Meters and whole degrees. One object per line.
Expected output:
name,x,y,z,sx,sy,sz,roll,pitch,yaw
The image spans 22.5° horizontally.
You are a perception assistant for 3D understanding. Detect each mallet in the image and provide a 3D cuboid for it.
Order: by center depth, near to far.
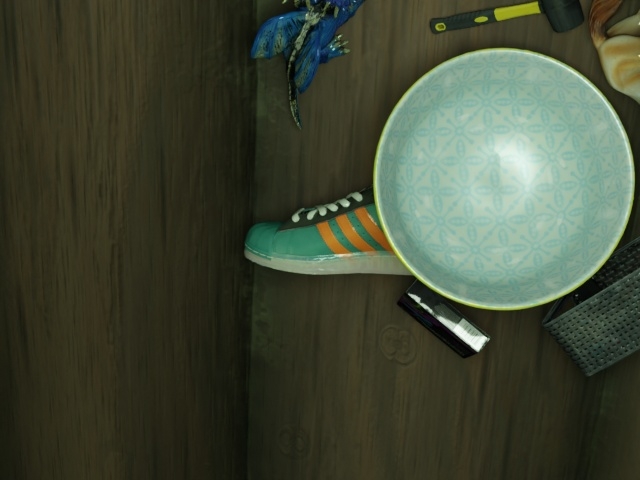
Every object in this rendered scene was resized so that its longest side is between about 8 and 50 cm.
mallet,0.201,-0.262,1.796,0.190,0.039,0.062,2,121,35

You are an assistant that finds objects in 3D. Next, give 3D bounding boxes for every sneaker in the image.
sneaker,0.053,-0.024,1.983,0.302,0.108,0.121,0,102,11

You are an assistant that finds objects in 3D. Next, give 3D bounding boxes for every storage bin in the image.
storage bin,0.358,0.065,1.852,0.084,0.122,0.180,48,132,-4

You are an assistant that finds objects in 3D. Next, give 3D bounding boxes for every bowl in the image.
bowl,0.195,-0.062,1.824,0.289,0.289,0.156,43,175,1

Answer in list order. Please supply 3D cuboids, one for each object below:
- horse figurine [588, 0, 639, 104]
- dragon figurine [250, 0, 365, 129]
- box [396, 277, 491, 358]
horse figurine,0.373,-0.183,1.721,0.263,0.066,0.174,46,126,-5
dragon figurine,-0.022,-0.232,1.876,0.085,0.144,0.289,37,131,6
box,0.151,0.099,1.998,0.116,0.029,0.162,40,175,4
